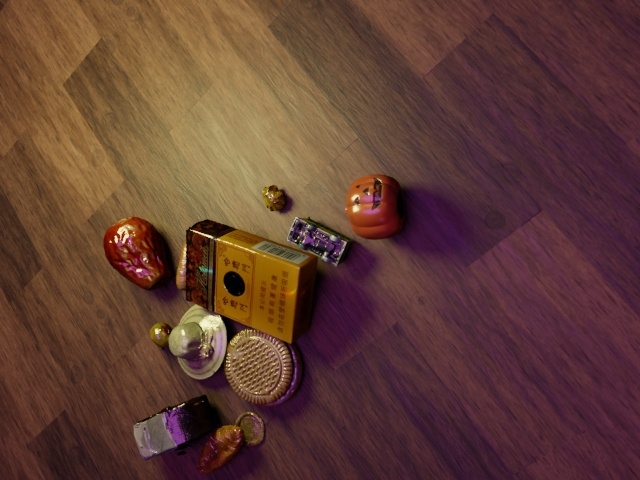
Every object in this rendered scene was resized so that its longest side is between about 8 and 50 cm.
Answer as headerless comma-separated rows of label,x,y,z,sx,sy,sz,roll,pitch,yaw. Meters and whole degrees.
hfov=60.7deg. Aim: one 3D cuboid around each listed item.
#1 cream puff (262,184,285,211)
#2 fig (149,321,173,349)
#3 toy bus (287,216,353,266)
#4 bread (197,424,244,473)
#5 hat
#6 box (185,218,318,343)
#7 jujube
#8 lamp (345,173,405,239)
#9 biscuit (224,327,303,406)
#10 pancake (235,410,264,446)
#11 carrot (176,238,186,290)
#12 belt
cream puff,-0.152,-0.133,1.714,0.083,0.058,0.083,-5,88,25
fig,-0.547,0.327,1.864,0.084,0.082,0.098,40,125,-16
toy bus,0.000,0.000,1.622,0.175,0.101,0.088,27,105,17
bread,-0.316,0.658,1.748,0.105,0.076,0.233,45,110,9
hat,-0.426,0.325,1.764,0.252,0.110,0.251,-5,81,35
box,-0.223,0.117,1.662,0.416,0.116,0.264,19,117,23
jujube,-0.616,0.047,1.849,0.190,0.190,0.255,-39,81,17
lamp,0.147,-0.091,1.520,0.164,0.188,0.187,-7,86,23
biscuit,-0.181,0.392,1.699,0.260,0.079,0.258,-1,89,23
pancake,-0.225,0.604,1.749,0.115,0.011,0.114,0,90,22
carrot,-0.448,0.078,1.835,0.060,0.060,0.185,8,91,23
belt,-0.471,0.615,1.764,0.289,0.184,0.163,-27,83,26
